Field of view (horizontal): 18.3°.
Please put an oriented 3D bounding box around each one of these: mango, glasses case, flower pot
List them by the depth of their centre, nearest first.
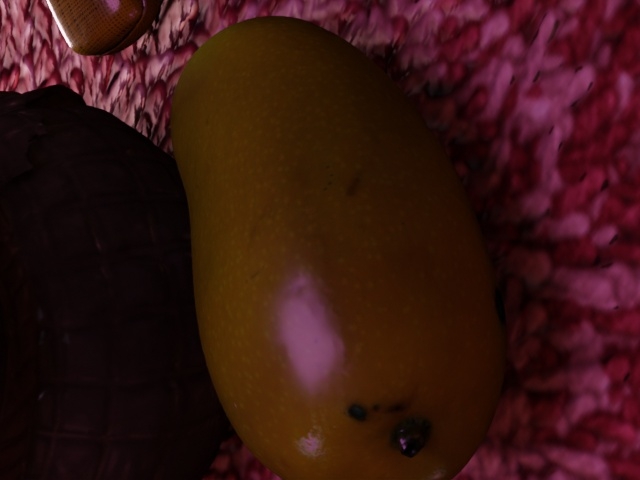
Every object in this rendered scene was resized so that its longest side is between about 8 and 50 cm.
[{"bbox_3d":[0.000,0.000,1.007,0.175,0.143,0.293,-65,37,42],"label":"mango"},{"bbox_3d":[-0.199,0.048,1.199,0.302,0.213,0.302,10,103,50],"label":"flower pot"},{"bbox_3d":[-0.153,-0.226,1.224,0.079,0.064,0.234,-31,71,47],"label":"glasses case"}]
